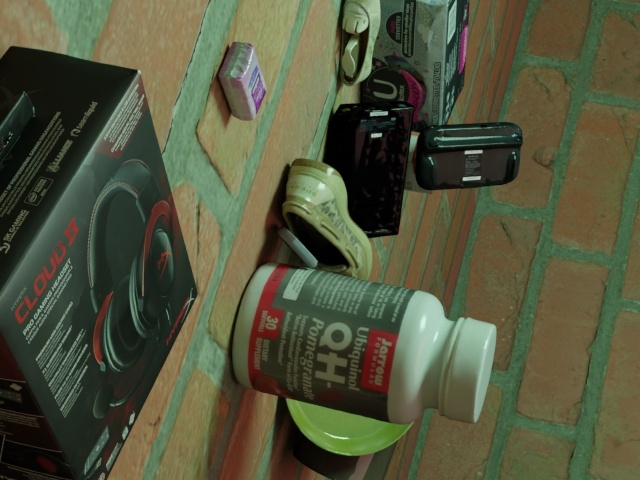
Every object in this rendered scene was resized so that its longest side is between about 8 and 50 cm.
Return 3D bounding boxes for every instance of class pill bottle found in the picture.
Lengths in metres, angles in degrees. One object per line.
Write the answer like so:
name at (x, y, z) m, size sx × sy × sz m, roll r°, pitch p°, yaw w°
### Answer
pill bottle at (0.060, 0.140, 1.460) m, size 0.176 × 0.318 × 0.176 m, roll 11°, pitch 90°, yaw -75°

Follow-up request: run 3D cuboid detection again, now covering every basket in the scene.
basket at (0.074, 0.282, 1.865) m, size 0.227 × 0.154 × 0.204 m, roll -65°, pitch 158°, yaw -1°

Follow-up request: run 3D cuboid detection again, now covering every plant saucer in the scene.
plant saucer at (0.052, 0.215, 1.754) m, size 0.037 × 0.241 × 0.241 m, roll 176°, pitch -72°, yaw -70°

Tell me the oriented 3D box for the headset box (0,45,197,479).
headset box at (-0.197, 0.023, 0.803) m, size 0.293 × 0.110 × 0.218 m, roll 84°, pitch 23°, yaw -50°

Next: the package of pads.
package of pads at (-0.085, -0.175, 1.234) m, size 0.083 × 0.032 × 0.050 m, roll 74°, pitch 34°, yaw -61°

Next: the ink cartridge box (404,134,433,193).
ink cartridge box at (0.124, -0.132, 1.864) m, size 0.099 × 0.135 × 0.056 m, roll 75°, pitch 27°, yaw -62°

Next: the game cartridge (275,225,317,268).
game cartridge at (-0.034, 0.007, 1.491) m, size 0.017 × 0.056 × 0.083 m, roll -40°, pitch -162°, yaw -4°

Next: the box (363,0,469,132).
box at (0.153, -0.320, 1.812) m, size 0.163 × 0.142 × 0.247 m, roll -62°, pitch 157°, yaw -44°

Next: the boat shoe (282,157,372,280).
boat shoe at (0.000, 0.000, 1.586) m, size 0.089 × 0.105 × 0.285 m, roll -66°, pitch 151°, yaw -28°

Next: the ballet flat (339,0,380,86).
ballet flat at (0.055, -0.299, 1.630) m, size 0.052 × 0.057 × 0.168 m, roll -49°, pitch 149°, yaw -44°

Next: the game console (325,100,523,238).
game console at (0.168, -0.115, 1.769) m, size 0.044 × 0.361 × 0.213 m, roll 40°, pitch -51°, yaw 54°
